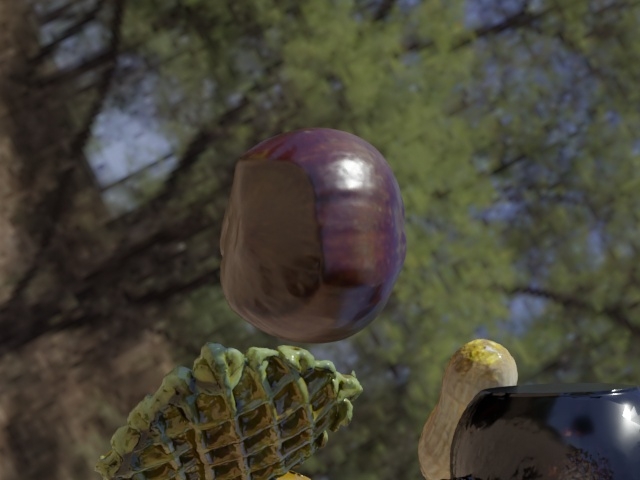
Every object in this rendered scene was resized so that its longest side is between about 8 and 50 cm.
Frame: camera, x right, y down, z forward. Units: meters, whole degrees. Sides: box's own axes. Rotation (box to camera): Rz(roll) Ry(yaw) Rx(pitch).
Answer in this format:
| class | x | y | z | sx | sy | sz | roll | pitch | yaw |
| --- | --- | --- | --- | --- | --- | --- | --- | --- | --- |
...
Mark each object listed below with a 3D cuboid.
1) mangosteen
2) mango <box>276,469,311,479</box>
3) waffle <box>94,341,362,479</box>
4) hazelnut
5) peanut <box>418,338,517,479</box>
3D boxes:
| class | x | y | z | sx | sy | sz | roll | pitch | yaw |
| --- | --- | --- | --- | --- | --- | --- | --- | --- | --- |
| mangosteen | 0.220 | 0.253 | 1.736 | 0.287 | 0.287 | 0.233 | -166 | -108 | -71 |
| mango | -0.088 | 0.274 | 1.669 | 0.249 | 0.156 | 0.151 | 25 | -11 | 0 |
| waffle | -0.077 | 0.158 | 1.470 | 0.208 | 0.214 | 0.054 | 12 | 43 | -47 |
| hazelnut | 0.000 | 0.000 | 1.907 | 0.218 | 0.218 | 0.234 | 41 | -56 | 54 |
| peanut | 0.167 | 0.204 | 2.030 | 0.087 | 0.087 | 0.206 | 48 | -47 | 41 |
